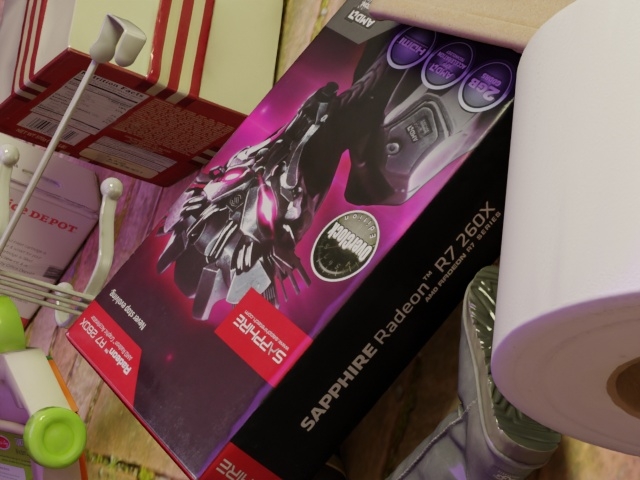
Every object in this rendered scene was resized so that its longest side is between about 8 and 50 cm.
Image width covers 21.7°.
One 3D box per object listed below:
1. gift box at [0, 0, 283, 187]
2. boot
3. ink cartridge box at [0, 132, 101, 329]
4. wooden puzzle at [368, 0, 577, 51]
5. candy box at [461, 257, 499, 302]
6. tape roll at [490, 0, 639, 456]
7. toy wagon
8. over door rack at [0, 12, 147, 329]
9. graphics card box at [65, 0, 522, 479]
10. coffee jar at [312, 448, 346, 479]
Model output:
[{"bbox_3d":[-0.201,-0.227,1.684,0.276,0.255,0.258,-20,56,50],"label":"gift box"},{"bbox_3d":[0.084,0.142,1.136,0.189,0.076,0.208,-79,14,-49],"label":"boot"},{"bbox_3d":[-0.373,-0.006,1.923,0.218,0.158,0.092,-51,32,28],"label":"ink cartridge box"},{"bbox_3d":[0.219,-0.246,1.085,0.322,0.080,0.348,-57,33,-7],"label":"wooden puzzle"},{"bbox_3d":[0.038,0.020,1.257,0.206,0.027,0.105,-20,52,26],"label":"candy box"},{"bbox_3d":[0.211,-0.002,0.821,0.246,0.246,0.169,-25,49,52],"label":"tape roll"},{"bbox_3d":[-0.289,0.195,1.590,0.267,0.068,0.344,-2,95,59],"label":"toy wagon"},{"bbox_3d":[-0.159,-0.051,1.506,0.324,0.239,0.108,-53,37,27],"label":"over door rack"},{"bbox_3d":[0.000,0.000,1.210,0.371,0.094,0.233,-49,39,-2],"label":"graphics card box"},{"bbox_3d":[-0.027,0.140,1.306,0.096,0.079,0.184,-31,44,38],"label":"coffee jar"}]
